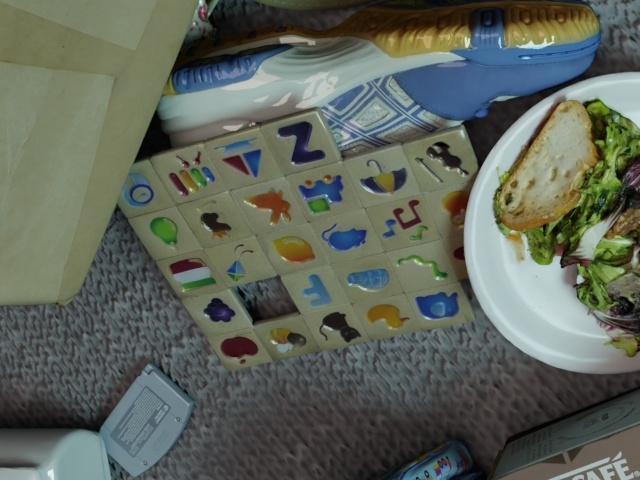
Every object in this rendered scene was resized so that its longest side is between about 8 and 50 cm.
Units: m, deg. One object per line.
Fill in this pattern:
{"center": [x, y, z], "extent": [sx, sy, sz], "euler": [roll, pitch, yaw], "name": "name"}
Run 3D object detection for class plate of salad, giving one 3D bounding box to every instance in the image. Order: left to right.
{"center": [0.190, -0.004, 0.619], "extent": [0.200, 0.048, 0.200], "euler": [-1, 107, -3], "name": "plate of salad"}

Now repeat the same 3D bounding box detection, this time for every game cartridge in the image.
{"center": [-0.137, 0.144, 0.788], "extent": [0.056, 0.017, 0.083], "euler": [42, 107, 13], "name": "game cartridge"}

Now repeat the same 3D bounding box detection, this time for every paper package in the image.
{"center": [-0.232, -0.170, 0.640], "extent": [0.309, 0.168, 0.325], "euler": [40, 112, 40], "name": "paper package"}

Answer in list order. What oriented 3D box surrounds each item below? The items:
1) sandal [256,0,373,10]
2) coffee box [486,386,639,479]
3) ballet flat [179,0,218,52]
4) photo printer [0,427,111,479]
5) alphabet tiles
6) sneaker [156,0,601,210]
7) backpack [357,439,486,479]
{"center": [0.055, -0.223, 0.660], "extent": [0.240, 0.088, 0.079], "euler": [-11, 62, 12], "name": "sandal"}
{"center": [0.248, 0.153, 0.619], "extent": [0.246, 0.098, 0.141], "euler": [-25, 89, 19], "name": "coffee box"}
{"center": [-0.084, -0.244, 0.697], "extent": [0.077, 0.091, 0.241], "euler": [10, 106, -14], "name": "ballet flat"}
{"center": [-0.311, 0.278, 0.810], "extent": [0.307, 0.107, 0.256], "euler": [-5, 96, 20], "name": "photo printer"}
{"center": [0.000, 0.000, 0.670], "extent": [0.237, 0.009, 0.198], "euler": [-14, 127, 19], "name": "alphabet tiles"}
{"center": [0.040, -0.087, 0.669], "extent": [0.296, 0.112, 0.131], "euler": [-7, 114, 19], "name": "sneaker"}
{"center": [0.033, 0.227, 0.676], "extent": [0.173, 0.158, 0.117], "euler": [-32, 78, 31], "name": "backpack"}
